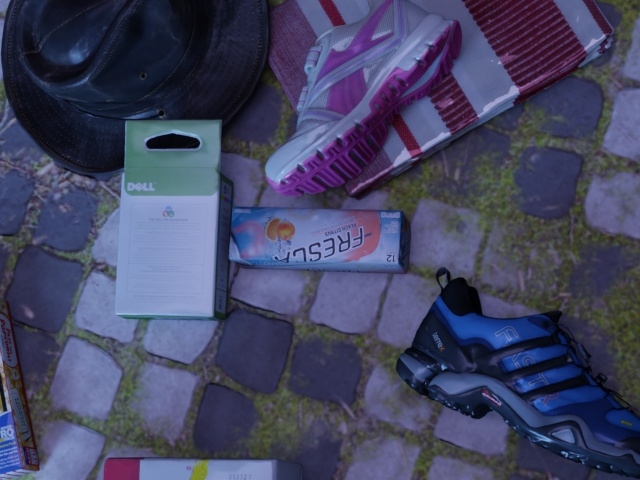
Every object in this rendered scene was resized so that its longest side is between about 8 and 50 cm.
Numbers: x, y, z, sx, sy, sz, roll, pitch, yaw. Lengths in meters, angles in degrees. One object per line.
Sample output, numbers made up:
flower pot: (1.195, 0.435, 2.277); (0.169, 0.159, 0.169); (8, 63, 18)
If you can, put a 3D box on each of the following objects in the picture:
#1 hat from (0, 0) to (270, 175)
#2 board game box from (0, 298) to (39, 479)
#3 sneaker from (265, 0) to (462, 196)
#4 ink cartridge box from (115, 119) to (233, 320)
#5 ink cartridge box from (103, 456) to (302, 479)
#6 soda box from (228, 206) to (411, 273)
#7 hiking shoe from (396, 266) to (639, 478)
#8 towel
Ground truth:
hat: (-0.228, -0.235, 1.538); (0.331, 0.134, 0.331); (-3, 81, 19)
board game box: (-0.396, 0.173, 1.551); (0.146, 0.045, 0.194); (-16, 76, 9)
sneaker: (0.027, -0.153, 1.469); (0.111, 0.103, 0.252); (41, 82, 21)
ink cartridge box: (-0.154, -0.020, 1.523); (0.109, 0.062, 0.209); (1, 84, 11)
ink cartridge box: (-0.114, 0.281, 1.427); (0.176, 0.128, 0.127); (-2, 79, 12)
soda box: (0.000, 0.000, 1.494); (0.183, 0.063, 0.058); (1, 78, 12)
hiking shoe: (0.227, 0.135, 1.393); (0.304, 0.113, 0.132); (22, 85, 15)
towel: (0.115, -0.220, 1.529); (0.329, 0.037, 0.237); (-30, 74, 4)
